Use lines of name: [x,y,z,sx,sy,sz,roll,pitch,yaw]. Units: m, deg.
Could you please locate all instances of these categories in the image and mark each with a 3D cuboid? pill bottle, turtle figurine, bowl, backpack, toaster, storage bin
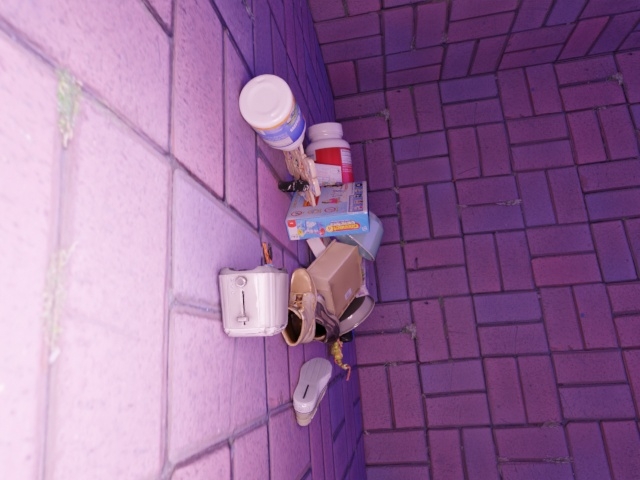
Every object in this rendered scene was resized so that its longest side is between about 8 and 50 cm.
pill bottle: [-0.128,-0.365,1.279,0.272,0.153,0.152,31,53,-78]
turtle figurine: [0.089,0.572,2.207,0.217,0.087,0.269,-93,165,-75]
bowl: [0.170,-0.060,1.971,0.163,0.312,0.311,-52,163,-5]
backpack: [0.125,0.514,2.370,0.101,0.120,0.097,-49,131,-78]
toaster: [-0.139,0.131,0.942,0.227,0.129,0.146,35,53,-81]
pill bottle: [0.045,-0.368,2.140,0.229,0.229,0.406,-5,88,-81]
storage bin: [0.066,0.180,1.879,0.262,0.123,0.260,-47,137,-41]

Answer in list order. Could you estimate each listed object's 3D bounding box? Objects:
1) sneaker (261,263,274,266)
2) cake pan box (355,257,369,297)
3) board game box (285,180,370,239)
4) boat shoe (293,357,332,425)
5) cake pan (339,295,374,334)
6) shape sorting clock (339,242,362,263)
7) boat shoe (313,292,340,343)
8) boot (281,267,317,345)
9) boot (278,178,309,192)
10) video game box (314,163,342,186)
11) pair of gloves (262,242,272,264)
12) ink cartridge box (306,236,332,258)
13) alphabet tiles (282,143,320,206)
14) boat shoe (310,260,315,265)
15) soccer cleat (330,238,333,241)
sneaker: [-0.130,0.157,1.166,0.078,0.067,0.187,50,31,-63]
cake pan box: [0.121,0.207,2.152,0.266,0.246,0.070,-80,148,-57]
board game box: [0.037,-0.124,1.672,0.308,0.303,0.086,-80,162,-60]
boat shoe: [-0.035,0.513,1.480,0.302,0.109,0.093,-42,141,-68]
cake pan: [0.127,0.350,2.079,0.054,0.293,0.293,55,17,-13]
shape sorting clock: [0.103,0.095,2.114,0.040,0.207,0.206,71,15,-46]
boat shoe: [-0.018,0.329,1.649,0.355,0.133,0.130,60,33,-48]
boot: [-0.076,0.212,1.403,0.203,0.096,0.261,41,48,-75]
boot: [-0.088,-0.193,1.532,0.099,0.121,0.045,-13,101,-77]
video game box: [0.005,-0.255,1.950,0.048,0.206,0.186,-28,-115,59]
pair of gloves: [-0.155,0.042,1.273,0.083,0.010,0.074,13,71,-82]
ink cartridge box: [0.000,0.000,2.006,0.115,0.067,0.198,60,15,-14]
alphabet tiles: [-0.075,-0.268,1.546,0.284,0.021,0.277,46,-26,52]
boat shoe: [0.003,0.183,1.982,0.206,0.073,0.073,61,10,-45]
soccer cleat: [0.051,0.064,2.422,0.095,0.083,0.248,52,20,-8]
